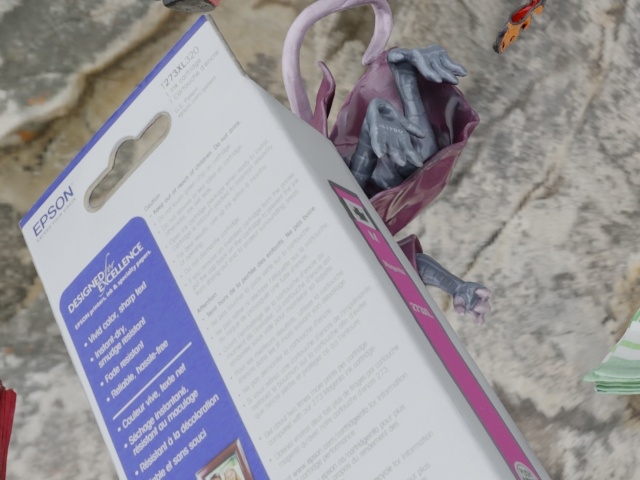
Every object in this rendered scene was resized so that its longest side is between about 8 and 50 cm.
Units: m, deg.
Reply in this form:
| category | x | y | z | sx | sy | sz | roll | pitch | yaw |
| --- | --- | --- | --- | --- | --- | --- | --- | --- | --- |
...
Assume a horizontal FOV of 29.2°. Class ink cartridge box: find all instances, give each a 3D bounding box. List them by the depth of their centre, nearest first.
| category | x | y | z | sx | sy | sz | roll | pitch | yaw |
| --- | --- | --- | --- | --- | --- | --- | --- | --- | --- |
| ink cartridge box | -0.027 | 0.068 | 0.602 | 0.176 | 0.069 | 0.371 | -45 | 54 | 18 |

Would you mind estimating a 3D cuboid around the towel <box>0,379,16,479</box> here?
| category | x | y | z | sx | sy | sz | roll | pitch | yaw |
| --- | --- | --- | --- | --- | --- | --- | --- | --- | --- |
| towel | -0.422 | 0.242 | 1.173 | 0.274 | 0.199 | 0.031 | -23 | 121 | 3 |

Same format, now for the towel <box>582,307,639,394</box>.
| category | x | y | z | sx | sy | sz | roll | pitch | yaw |
| --- | --- | --- | --- | --- | --- | --- | --- | --- | --- |
| towel | 0.492 | 0.074 | 1.510 | 0.247 | 0.325 | 0.038 | -10 | 117 | 49 |

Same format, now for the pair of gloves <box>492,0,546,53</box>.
| category | x | y | z | sx | sy | sz | roll | pitch | yaw |
| --- | --- | --- | --- | --- | --- | --- | --- | --- | --- |
| pair of gloves | 0.120 | -0.126 | 0.621 | 0.083 | 0.074 | 0.010 | -43 | 87 | -2 |

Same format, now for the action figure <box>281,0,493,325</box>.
| category | x | y | z | sx | sy | sz | roll | pitch | yaw |
| --- | --- | --- | --- | --- | --- | --- | --- | --- | --- |
| action figure | 0.000 | 0.000 | 1.134 | 0.276 | 0.248 | 0.370 | 52 | 140 | 27 |

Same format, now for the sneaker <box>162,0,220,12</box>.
| category | x | y | z | sx | sy | sz | roll | pitch | yaw |
| --- | --- | --- | --- | --- | --- | --- | --- | --- | --- |
| sneaker | -0.249 | -0.420 | 1.598 | 0.116 | 0.313 | 0.136 | 1 | 70 | 49 |
